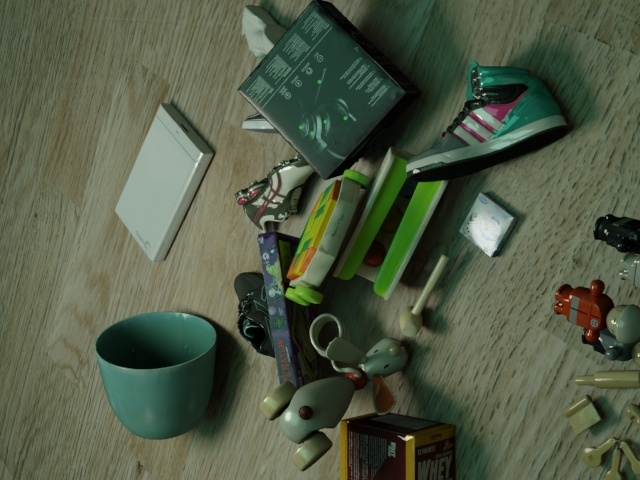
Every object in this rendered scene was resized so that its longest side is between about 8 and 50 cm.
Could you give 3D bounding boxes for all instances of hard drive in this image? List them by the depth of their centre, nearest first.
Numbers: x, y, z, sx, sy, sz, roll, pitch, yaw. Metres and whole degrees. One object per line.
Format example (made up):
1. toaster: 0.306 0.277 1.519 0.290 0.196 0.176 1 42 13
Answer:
1. hard drive: -0.421 -0.152 2.416 0.233 0.047 0.353 48 123 32

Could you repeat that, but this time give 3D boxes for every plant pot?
1. plant pot: -0.398 0.345 2.255 0.293 0.293 0.235 22 122 42

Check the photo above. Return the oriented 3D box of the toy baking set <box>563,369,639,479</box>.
1. toy baking set: 0.529 0.310 1.518 0.256 0.030 0.196 -16 83 44

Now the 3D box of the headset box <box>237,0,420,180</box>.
1. headset box: 0.025 -0.294 1.834 0.283 0.131 0.246 45 110 7

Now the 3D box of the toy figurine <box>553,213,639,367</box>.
1. toy figurine: 0.489 0.085 1.413 0.148 0.209 0.213 22 75 44

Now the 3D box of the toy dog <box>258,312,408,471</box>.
1. toy dog: 0.034 0.283 1.764 0.220 0.333 0.161 32 153 3

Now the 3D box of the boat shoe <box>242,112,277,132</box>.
1. boat shoe: -0.083 -0.285 2.046 0.228 0.080 0.076 0 86 43

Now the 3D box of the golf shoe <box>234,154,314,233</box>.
1. golf shoe: -0.075 -0.114 2.060 0.273 0.105 0.120 -32 85 46

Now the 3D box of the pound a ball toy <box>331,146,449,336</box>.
1. pound a ball toy: 0.163 0.002 1.807 0.208 0.136 0.319 24 106 -2

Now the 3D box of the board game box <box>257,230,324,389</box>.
1. board game box: -0.059 0.160 1.967 0.056 0.208 0.346 -11 82 18

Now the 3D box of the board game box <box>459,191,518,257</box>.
1. board game box: 0.316 -0.030 1.718 0.090 0.020 0.090 44 120 35

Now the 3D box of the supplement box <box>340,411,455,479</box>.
1. supplement box: 0.152 0.456 1.815 0.194 0.129 0.191 1 92 45

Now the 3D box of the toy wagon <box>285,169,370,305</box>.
1. toy wagon: 0.000 0.000 1.860 0.344 0.068 0.267 151 142 -77

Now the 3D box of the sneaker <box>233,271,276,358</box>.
1. sneaker: -0.144 0.167 2.107 0.267 0.106 0.101 53 126 38

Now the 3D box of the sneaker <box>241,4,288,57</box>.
1. sneaker: -0.124 -0.455 2.106 0.212 0.080 0.094 56 134 40

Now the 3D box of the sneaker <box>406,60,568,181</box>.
1. sneaker: 0.277 -0.227 1.647 0.296 0.124 0.178 -19 74 17
